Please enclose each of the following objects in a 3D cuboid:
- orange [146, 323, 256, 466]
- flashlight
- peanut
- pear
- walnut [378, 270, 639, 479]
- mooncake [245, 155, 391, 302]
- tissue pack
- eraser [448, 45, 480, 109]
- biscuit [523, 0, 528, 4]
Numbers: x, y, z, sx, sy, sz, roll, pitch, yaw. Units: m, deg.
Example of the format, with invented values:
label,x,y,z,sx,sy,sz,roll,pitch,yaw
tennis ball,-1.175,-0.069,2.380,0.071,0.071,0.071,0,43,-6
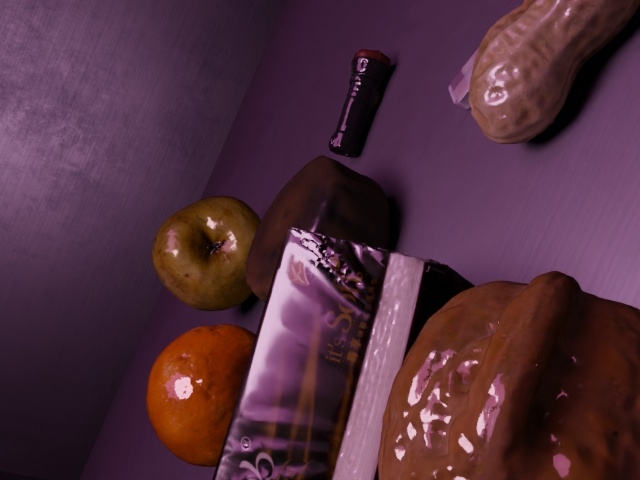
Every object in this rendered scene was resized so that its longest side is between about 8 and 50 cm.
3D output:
label,x,y,z,sx,sy,sz,roll,pitch,yaw
orange,-0.198,0.290,1.072,0.261,0.261,0.261,-50,28,38
flashlight,0.084,-0.294,1.235,0.093,0.093,0.231,5,79,68
peanut,0.279,-0.256,0.675,0.136,0.120,0.298,44,114,27
pear,-0.278,0.041,1.490,0.304,0.304,0.303,-50,28,38
walnut,0.164,0.148,0.434,0.225,0.257,0.257,12,77,32
mooncake,0.000,0.000,1.014,0.290,0.161,0.290,-46,27,32
tissue pack,0.036,0.185,0.618,0.198,0.210,0.369,12,82,33
eraser,0.247,-0.262,0.888,0.105,0.026,0.065,-51,29,35
biscuit,0.323,-0.348,0.756,0.187,0.056,0.052,-66,20,7
